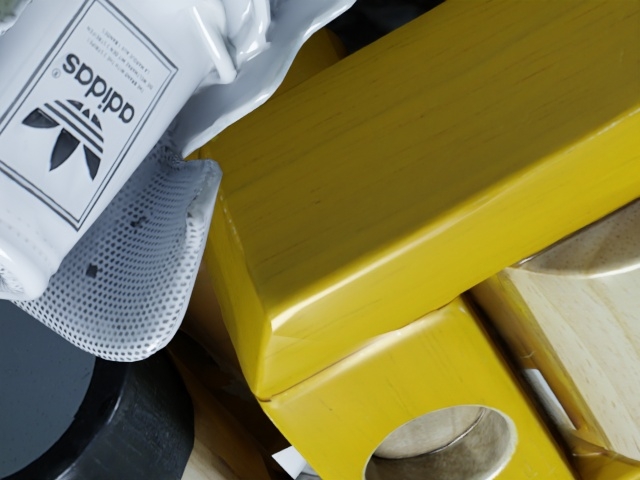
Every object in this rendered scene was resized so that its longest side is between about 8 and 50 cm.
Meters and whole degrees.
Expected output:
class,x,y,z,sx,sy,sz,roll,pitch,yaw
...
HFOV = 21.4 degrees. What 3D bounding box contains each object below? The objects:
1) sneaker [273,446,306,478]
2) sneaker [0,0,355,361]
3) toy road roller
class,x,y,z,sx,sy,sz,roll,pitch,yaw
sneaker,-0.158,0.063,0.852,0.292,0.108,0.169,3,151,21
sneaker,-0.006,-0.087,0.427,0.365,0.210,0.137,-6,145,32
toy road roller,0.000,0.000,0.618,0.329,0.241,0.202,-27,138,8
